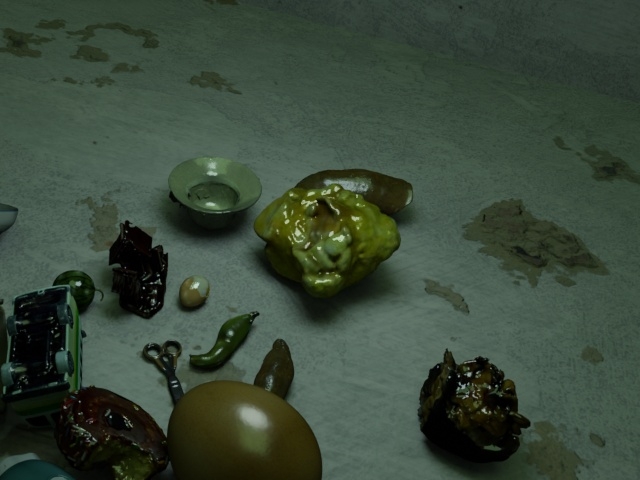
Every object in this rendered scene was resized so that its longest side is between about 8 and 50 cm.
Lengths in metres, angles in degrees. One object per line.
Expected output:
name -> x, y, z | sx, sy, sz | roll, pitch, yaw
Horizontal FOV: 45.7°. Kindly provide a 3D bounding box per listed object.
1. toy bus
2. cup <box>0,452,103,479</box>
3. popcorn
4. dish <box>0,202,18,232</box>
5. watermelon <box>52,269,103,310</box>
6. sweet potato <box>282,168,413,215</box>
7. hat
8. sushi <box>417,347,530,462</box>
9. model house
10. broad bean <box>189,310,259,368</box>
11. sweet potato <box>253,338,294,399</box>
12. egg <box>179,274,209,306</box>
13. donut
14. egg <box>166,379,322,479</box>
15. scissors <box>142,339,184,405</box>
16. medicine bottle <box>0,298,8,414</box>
toy bus -> -0.561, 0.240, 1.562 | 0.134, 0.164, 0.276 | -11, 42, -6
cup -> -0.495, 0.463, 1.319 | 0.173, 0.167, 0.300 | 30, 15, 36
popcorn -> 0.008, 0.007, 1.961 | 0.334, 0.293, 0.292 | 18, 70, 53
dish -> -0.884, -0.033, 1.836 | 0.273, 0.133, 0.273 | 11, 5, -1
watermelon -> -0.568, 0.115, 1.761 | 0.109, 0.109, 0.109 | 8, 39, -6
sweet potato -> 0.078, -0.140, 2.209 | 0.370, 0.158, 0.158 | 5, 39, -11
hat -> -0.292, -0.105, 2.078 | 0.257, 0.130, 0.257 | 7, 38, -6
sushi -> 0.327, 0.357, 1.638 | 0.204, 0.200, 0.213 | 16, 38, -2
model house -> -0.432, 0.065, 1.812 | 0.141, 0.164, 0.203 | -4, 43, -12
broad bean -> -0.215, 0.229, 1.760 | 0.070, 0.048, 0.213 | 32, 46, 21
sweet potato -> -0.121, 0.308, 1.661 | 0.112, 0.085, 0.286 | 15, 38, 10
egg -> -0.308, 0.124, 1.845 | 0.071, 0.071, 0.083 | 18, 42, 7
donut -> -0.401, 0.374, 1.436 | 0.230, 0.096, 0.216 | 26, 11, -43
egg -> -0.146, 0.396, 1.414 | 0.322, 0.250, 0.250 | 37, 45, 23
scissors -> -0.325, 0.304, 1.665 | 0.088, 0.017, 0.220 | -6, 42, -26
medicine bottle -> -0.819, 0.234, 1.438 | 0.406, 0.235, 0.235 | -2, 41, -15
